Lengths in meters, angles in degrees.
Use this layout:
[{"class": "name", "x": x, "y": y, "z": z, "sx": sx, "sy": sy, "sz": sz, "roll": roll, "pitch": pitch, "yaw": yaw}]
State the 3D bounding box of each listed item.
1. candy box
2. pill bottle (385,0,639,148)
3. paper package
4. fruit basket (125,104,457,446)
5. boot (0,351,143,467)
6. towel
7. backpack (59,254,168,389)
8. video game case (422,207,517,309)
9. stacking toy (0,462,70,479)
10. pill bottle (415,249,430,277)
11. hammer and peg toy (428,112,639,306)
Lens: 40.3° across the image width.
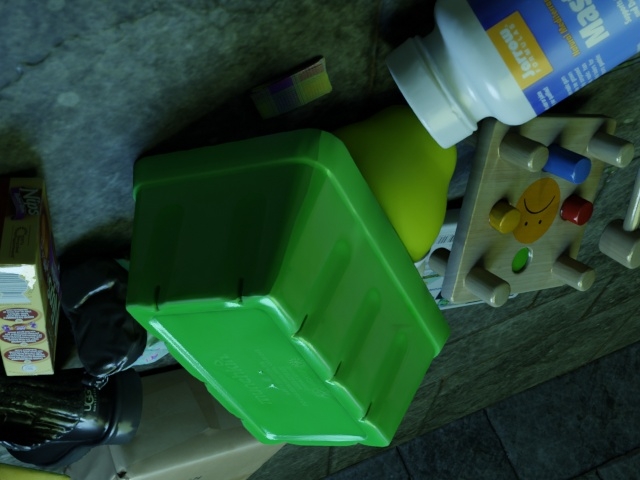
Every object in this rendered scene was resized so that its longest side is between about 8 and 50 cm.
[{"class": "candy box", "x": -0.292, "y": 0.040, "z": 0.862, "sx": 0.053, "sy": 0.109, "sz": 0.187, "roll": -1, "pitch": 140, "yaw": -10}, {"class": "pill bottle", "x": 0.204, "y": -0.206, "z": 0.833, "sx": 0.272, "sy": 0.152, "sz": 0.152, "roll": -33, "pitch": 155, "yaw": 15}, {"class": "paper package", "x": -0.258, "y": 0.351, "z": 1.519, "sx": 0.324, "sy": 0.168, "sz": 0.309, "roll": -9, "pitch": 153, "yaw": -35}, {"class": "fruit basket", "x": 0.000, "y": 0.000, "z": 0.968, "sx": 0.282, "sy": 0.392, "sz": 0.392, "roll": -6, "pitch": 166, "yaw": 27}, {"class": "boot", "x": -0.414, "y": 0.213, "z": 1.114, "sx": 0.260, "sy": 0.131, "sz": 0.348, "roll": 9, "pitch": 155, "yaw": -36}, {"class": "towel", "x": -0.028, "y": -0.154, "z": 0.892, "sx": 0.083, "sy": 0.009, "sz": 0.060, "roll": -25, "pitch": 157, "yaw": 1}, {"class": "backpack", "x": -0.223, "y": 0.090, "z": 1.045, "sx": 0.115, "sy": 0.152, "sz": 0.182, "roll": -17, "pitch": 171, "yaw": 12}, {"class": "video game case", "x": 0.235, "y": 0.034, "z": 1.448, "sx": 0.328, "sy": 0.036, "sz": 0.300, "roll": -8, "pitch": 150, "yaw": -19}, {"class": "stacking toy", "x": -0.474, "y": 0.298, "z": 0.984, "sx": 0.308, "sy": 0.130, "sz": 0.279, "roll": -8, "pitch": 156, "yaw": 44}, {"class": "pill bottle", "x": 0.077, "y": 0.045, "z": 1.261, "sx": 0.121, "sy": 0.121, "sz": 0.216, "roll": -13, "pitch": 156, "yaw": -25}, {"class": "hammer and peg toy", "x": 0.322, "y": -0.056, "z": 1.194, "sx": 0.361, "sy": 0.127, "sz": 0.266, "roll": -7, "pitch": 116, "yaw": -37}]
